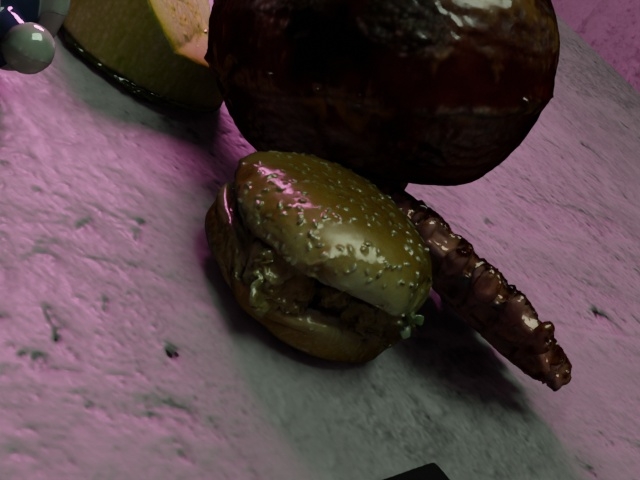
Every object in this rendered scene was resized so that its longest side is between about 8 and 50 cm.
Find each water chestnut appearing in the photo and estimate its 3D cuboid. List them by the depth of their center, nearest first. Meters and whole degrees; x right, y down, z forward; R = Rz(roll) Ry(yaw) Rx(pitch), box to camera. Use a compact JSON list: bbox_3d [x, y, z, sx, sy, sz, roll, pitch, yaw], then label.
[{"bbox_3d":[0.061,-0.210,1.135,0.350,0.302,0.350,8,10,-1],"label":"water chestnut"}]

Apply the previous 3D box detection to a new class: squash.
[{"bbox_3d":[-0.159,-0.234,1.223,0.220,0.133,0.220,38,21,-17],"label":"squash"}]

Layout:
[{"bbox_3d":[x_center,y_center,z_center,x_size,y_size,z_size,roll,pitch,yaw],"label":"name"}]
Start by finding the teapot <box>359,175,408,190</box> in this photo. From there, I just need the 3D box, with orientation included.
[{"bbox_3d":[0.057,-0.069,1.296,0.068,0.076,0.121,31,51,8],"label":"teapot"}]

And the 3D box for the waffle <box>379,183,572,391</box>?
[{"bbox_3d":[0.139,0.044,1.122,0.221,0.055,0.234,43,-5,43],"label":"waffle"}]

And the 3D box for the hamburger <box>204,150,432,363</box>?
[{"bbox_3d":[0.000,0.000,1.007,0.189,0.122,0.215,25,23,-27],"label":"hamburger"}]

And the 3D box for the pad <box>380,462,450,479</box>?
[{"bbox_3d":[0.075,0.236,0.818,0.170,0.006,0.245,47,24,24],"label":"pad"}]

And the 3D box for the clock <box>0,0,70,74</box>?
[{"bbox_3d":[-0.293,-0.182,0.892,0.199,0.147,0.243,34,18,4],"label":"clock"}]
